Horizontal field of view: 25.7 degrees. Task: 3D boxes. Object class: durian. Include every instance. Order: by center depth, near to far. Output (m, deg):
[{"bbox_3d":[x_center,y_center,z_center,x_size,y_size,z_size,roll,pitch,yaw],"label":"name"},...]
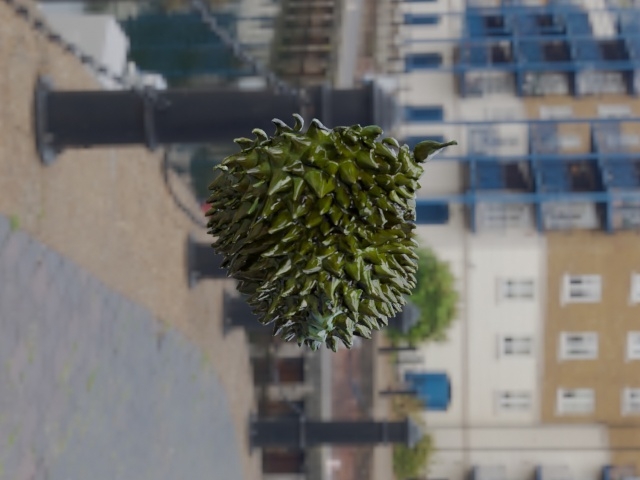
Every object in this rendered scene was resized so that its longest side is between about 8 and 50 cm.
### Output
[{"bbox_3d":[-0.004,0.007,0.858,0.221,0.137,0.095,108,-16,-55],"label":"durian"}]
